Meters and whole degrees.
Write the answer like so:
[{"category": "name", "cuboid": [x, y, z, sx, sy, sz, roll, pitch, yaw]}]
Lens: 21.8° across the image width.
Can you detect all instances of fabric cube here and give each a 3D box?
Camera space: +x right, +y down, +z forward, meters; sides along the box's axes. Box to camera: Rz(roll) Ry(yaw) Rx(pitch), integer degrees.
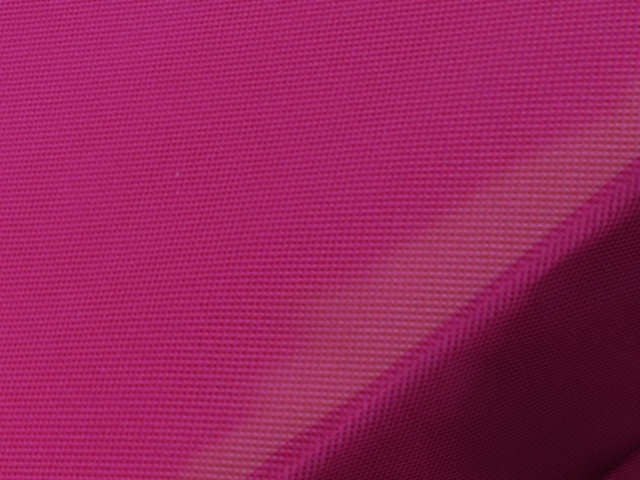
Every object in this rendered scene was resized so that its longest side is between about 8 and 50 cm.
[{"category": "fabric cube", "cuboid": [0.000, 0.000, 0.519, 0.258, 0.259, 0.254, -43, 57, 4]}]
